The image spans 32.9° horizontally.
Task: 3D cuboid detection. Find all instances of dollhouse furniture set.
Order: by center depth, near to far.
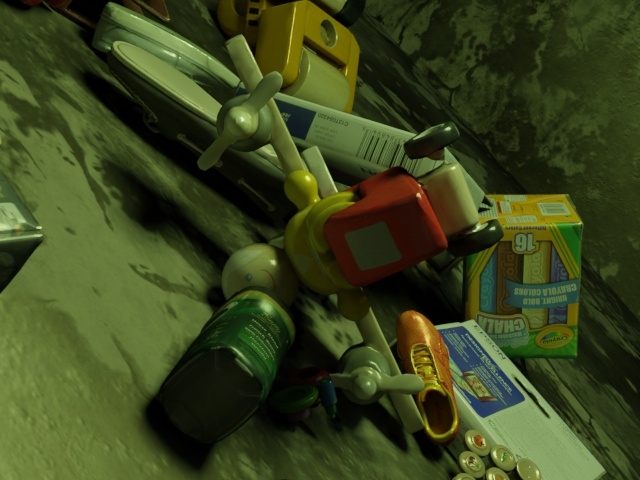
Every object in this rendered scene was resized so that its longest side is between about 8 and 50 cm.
[{"bbox_3d":[0.190,-0.039,1.895,0.183,0.129,0.129,45,18,-7],"label":"dollhouse furniture set"}]

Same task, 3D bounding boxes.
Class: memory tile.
[{"bbox_3d":[0.206,0.298,1.280,0.113,0.012,0.148,33,39,-5],"label":"memory tile"}]

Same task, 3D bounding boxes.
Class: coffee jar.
[{"bbox_3d":[-0.081,0.110,1.016,0.079,0.096,0.184,47,18,-6],"label":"coffee jar"}]

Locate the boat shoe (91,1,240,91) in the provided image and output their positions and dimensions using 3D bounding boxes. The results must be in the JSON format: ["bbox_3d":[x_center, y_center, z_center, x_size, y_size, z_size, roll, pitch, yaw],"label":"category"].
[{"bbox_3d":[-0.221,-0.254,1.530,0.227,0.081,0.079,24,13,-35],"label":"boat shoe"}]

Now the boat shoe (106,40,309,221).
[{"bbox_3d":[-0.152,-0.134,1.433,0.335,0.095,0.112,32,18,-22],"label":"boat shoe"}]

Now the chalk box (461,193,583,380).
[{"bbox_3d":[0.317,0.084,1.747,0.179,0.289,0.180,1,17,5],"label":"chalk box"}]

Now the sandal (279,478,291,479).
[{"bbox_3d":[0.019,0.254,1.014,0.179,0.040,0.067,28,25,-43],"label":"sandal"}]

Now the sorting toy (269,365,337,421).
[{"bbox_3d":[-0.012,0.168,1.134,0.102,0.061,0.042,-47,127,-65],"label":"sorting toy"}]

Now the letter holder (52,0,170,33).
[{"bbox_3d":[-0.297,-0.423,1.615,0.214,0.152,0.302,31,23,-44],"label":"letter holder"}]

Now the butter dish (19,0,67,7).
[{"bbox_3d":[-0.375,-0.362,1.359,0.160,0.160,0.118,40,42,-18],"label":"butter dish"}]

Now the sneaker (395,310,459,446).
[{"bbox_3d":[0.138,0.167,1.344,0.067,0.064,0.175,71,1,-72],"label":"sneaker"}]

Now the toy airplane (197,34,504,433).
[{"bbox_3d":[0.000,0.000,1.250,0.386,0.272,0.384,48,-23,34],"label":"toy airplane"}]

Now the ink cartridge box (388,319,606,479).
[{"bbox_3d":[0.244,0.248,1.499,0.304,0.072,0.307,50,17,18],"label":"ink cartridge box"}]

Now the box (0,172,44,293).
[{"bbox_3d":[-0.415,-0.106,0.712,0.395,0.097,0.318,51,22,16],"label":"box"}]

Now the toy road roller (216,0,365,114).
[{"bbox_3d":[-0.070,-0.374,2.022,0.202,0.240,0.330,25,65,-49],"label":"toy road roller"}]

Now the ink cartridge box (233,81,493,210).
[{"bbox_3d":[0.069,-0.112,1.610,0.324,0.071,0.330,19,-7,25],"label":"ink cartridge box"}]
